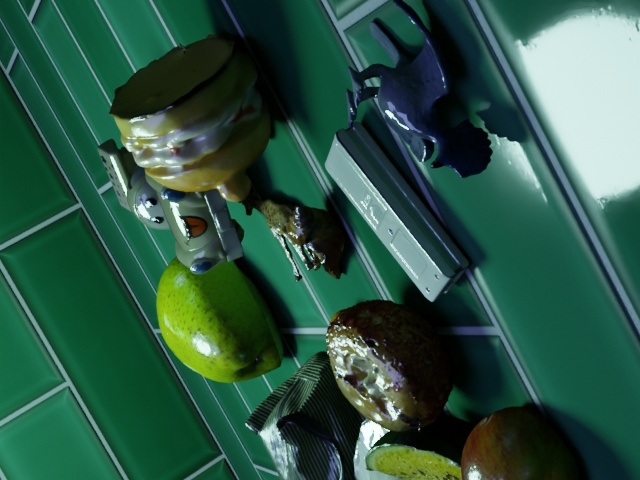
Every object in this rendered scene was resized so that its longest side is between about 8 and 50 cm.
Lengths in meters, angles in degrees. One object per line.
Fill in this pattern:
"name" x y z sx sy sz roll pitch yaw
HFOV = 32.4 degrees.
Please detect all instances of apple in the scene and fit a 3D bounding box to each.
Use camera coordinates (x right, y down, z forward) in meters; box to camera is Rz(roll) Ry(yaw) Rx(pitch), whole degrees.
"apple" 0.294 0.348 1.666 0.173 0.160 0.195 -113 11 -59

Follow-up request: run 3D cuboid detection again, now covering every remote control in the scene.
"remote control" 0.112 -0.044 1.649 0.277 0.055 0.103 53 159 13

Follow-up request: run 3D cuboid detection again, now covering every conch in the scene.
"conch" 0.004 -0.003 1.939 0.233 0.080 0.086 44 -173 -41

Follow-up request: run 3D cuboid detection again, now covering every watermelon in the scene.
"watermelon" 0.200 0.370 1.850 0.301 0.123 0.129 5 110 34

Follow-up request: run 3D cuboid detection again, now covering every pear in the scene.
"pear" -0.229 0.207 2.532 0.318 0.238 0.343 40 153 60

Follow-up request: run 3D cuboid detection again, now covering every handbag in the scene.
"handbag" 0.017 0.414 2.243 0.247 0.240 0.341 3 121 64

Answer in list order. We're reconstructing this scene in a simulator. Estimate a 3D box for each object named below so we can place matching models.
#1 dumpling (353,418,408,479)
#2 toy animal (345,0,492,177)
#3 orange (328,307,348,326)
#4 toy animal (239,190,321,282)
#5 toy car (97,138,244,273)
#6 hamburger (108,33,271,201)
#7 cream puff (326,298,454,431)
"dumpling" 0.195 0.443 1.978 0.341 0.181 0.260 -126 31 -61
"toy animal" 0.120 -0.182 1.417 0.239 0.176 0.256 103 166 -58
"orange" 0.054 0.167 2.039 0.083 0.083 0.084 47 157 28
"toy animal" -0.080 -0.030 2.105 0.275 0.054 0.149 48 154 31
"toy car" -0.302 -0.099 2.225 0.336 0.226 0.242 -119 11 -53
"hamburger" -0.205 -0.199 1.903 0.276 0.276 0.237 25 152 56
"cream puff" 0.120 0.204 1.823 0.240 0.164 0.240 28 133 35
